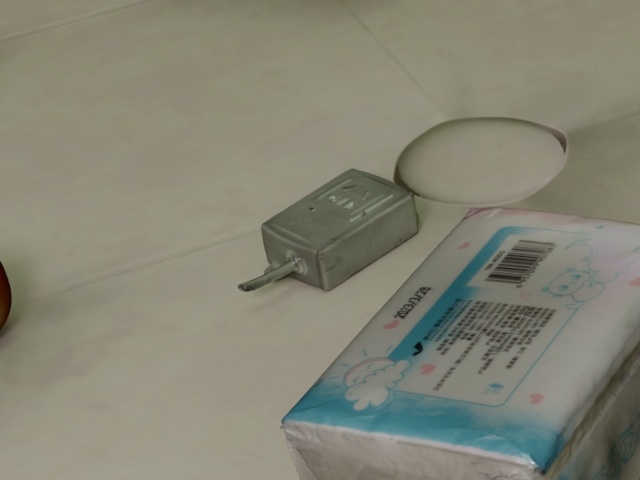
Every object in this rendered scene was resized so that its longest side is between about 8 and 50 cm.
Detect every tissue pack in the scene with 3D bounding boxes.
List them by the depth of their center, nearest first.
[{"bbox_3d":[0.127,0.095,1.245,0.201,0.124,0.271,9,38,33],"label":"tissue pack"}]

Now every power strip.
[{"bbox_3d":[0.000,0.000,1.507,0.175,0.042,0.075,-33,40,-32],"label":"power strip"}]

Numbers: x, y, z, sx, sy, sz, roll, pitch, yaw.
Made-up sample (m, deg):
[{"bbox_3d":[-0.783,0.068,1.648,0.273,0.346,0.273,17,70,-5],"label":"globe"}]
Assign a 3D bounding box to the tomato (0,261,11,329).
[{"bbox_3d":[-0.284,0.045,1.477,0.087,0.087,0.075,0,37,15],"label":"tomato"}]
